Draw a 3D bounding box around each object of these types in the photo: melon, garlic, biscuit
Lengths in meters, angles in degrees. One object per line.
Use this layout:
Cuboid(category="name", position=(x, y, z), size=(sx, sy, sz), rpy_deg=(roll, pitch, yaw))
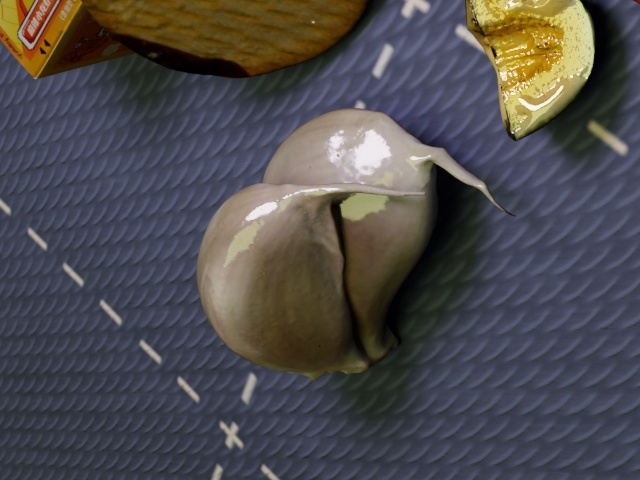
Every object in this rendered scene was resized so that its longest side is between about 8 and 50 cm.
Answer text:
Cuboid(category="melon", position=(0.208, -0.186, 1.351), size=(0.128, 0.079, 0.160), rpy_deg=(-14, 97, 28))
Cuboid(category="garlic", position=(0.000, 0.000, 1.516), size=(0.246, 0.231, 0.340), rpy_deg=(55, 141, 15))
Cuboid(category="biscuit", position=(-0.100, -0.283, 1.468), size=(0.318, 0.318, 0.040), rpy_deg=(-45, 37, 45))

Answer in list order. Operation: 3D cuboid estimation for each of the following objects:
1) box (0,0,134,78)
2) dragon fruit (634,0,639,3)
Cuboid(category="box", position=(-0.271, -0.382, 1.621), size=(0.259, 0.214, 0.283), rpy_deg=(56, 136, 13))
Cuboid(category="dragon fruit", position=(0.316, -0.281, 1.093), size=(0.252, 0.241, 0.241), rpy_deg=(13, 117, 25))
